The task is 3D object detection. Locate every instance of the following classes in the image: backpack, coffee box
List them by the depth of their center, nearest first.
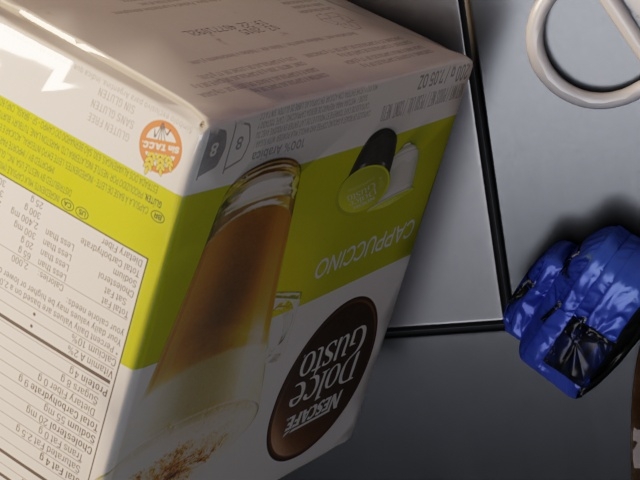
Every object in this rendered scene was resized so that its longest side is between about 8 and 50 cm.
[{"bbox_3d":[-0.151,-0.022,1.183,0.338,0.338,0.334,28,115,25],"label":"coffee box"},{"bbox_3d":[0.206,0.045,1.291,0.101,0.098,0.120,37,114,4],"label":"backpack"}]

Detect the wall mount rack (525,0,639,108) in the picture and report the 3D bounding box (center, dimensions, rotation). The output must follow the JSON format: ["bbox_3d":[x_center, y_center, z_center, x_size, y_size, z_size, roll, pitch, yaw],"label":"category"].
[{"bbox_3d":[0.319,-0.154,1.177,0.350,0.130,0.304,-33,98,23],"label":"wall mount rack"}]

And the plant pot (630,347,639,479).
[{"bbox_3d":[0.364,0.172,1.252,0.231,0.215,0.215,-1,108,0],"label":"plant pot"}]
